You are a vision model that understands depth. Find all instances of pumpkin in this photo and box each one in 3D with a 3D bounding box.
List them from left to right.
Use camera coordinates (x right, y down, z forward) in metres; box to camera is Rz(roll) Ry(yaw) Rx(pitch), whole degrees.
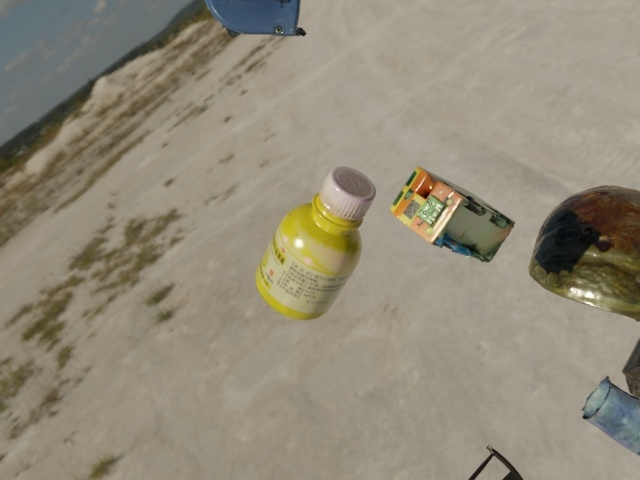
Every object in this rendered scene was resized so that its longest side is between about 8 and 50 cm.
[{"bbox_3d":[0.397,-0.004,1.075,0.169,0.148,0.312,0,18,-21],"label":"pumpkin"}]

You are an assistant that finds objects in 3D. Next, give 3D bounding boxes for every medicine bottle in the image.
[{"bbox_3d":[0.000,0.000,0.997,0.212,0.122,0.122,-61,3,36],"label":"medicine bottle"}]

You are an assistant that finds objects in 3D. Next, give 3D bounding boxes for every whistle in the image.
[{"bbox_3d":[0.456,0.271,0.862,0.062,0.304,0.062,-56,-7,-10],"label":"whistle"}]

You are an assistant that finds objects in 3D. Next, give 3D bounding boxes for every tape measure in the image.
[{"bbox_3d":[-0.117,-0.564,1.394,0.215,0.351,0.098,-3,33,-16],"label":"tape measure"}]

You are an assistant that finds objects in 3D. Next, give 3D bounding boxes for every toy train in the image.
[{"bbox_3d":[0.167,-0.027,0.910,0.099,0.188,0.072,37,103,35],"label":"toy train"}]

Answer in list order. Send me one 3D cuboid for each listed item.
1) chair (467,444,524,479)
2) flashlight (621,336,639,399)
[{"bbox_3d":[0.285,0.556,1.470,0.260,0.154,0.141,-37,1,-31],"label":"chair"},{"bbox_3d":[0.618,0.085,1.193,0.424,0.103,0.103,-50,24,-26],"label":"flashlight"}]
